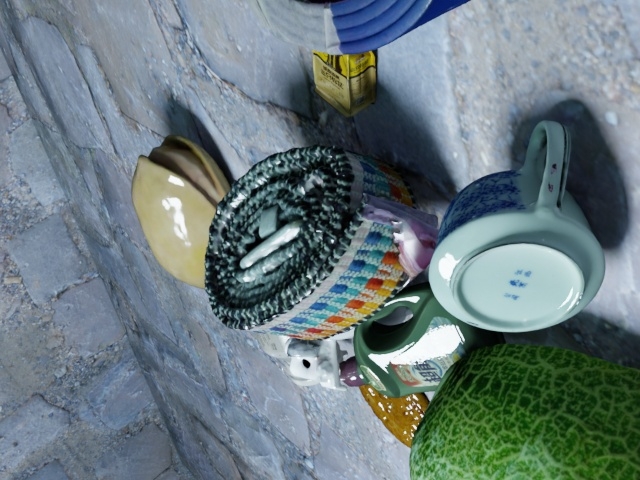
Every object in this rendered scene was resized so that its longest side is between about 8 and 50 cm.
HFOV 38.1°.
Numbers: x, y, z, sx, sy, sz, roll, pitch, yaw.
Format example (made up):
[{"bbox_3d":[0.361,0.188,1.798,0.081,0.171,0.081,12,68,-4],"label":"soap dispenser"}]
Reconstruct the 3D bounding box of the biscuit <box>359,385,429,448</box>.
[{"bbox_3d":[0.117,0.257,1.461,0.188,0.027,0.187,42,152,29],"label":"biscuit"}]

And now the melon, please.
[{"bbox_3d":[0.242,0.264,0.952,0.344,0.226,0.331,27,106,23],"label":"melon"}]

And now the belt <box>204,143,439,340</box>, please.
[{"bbox_3d":[0.000,0.000,1.115,0.295,0.161,0.206,-40,53,34],"label":"belt"}]

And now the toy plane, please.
[{"bbox_3d":[0.018,0.085,1.272,0.245,0.117,0.244,4,95,43],"label":"toy plane"}]

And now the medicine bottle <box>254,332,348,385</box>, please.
[{"bbox_3d":[-0.042,0.117,1.452,0.135,0.135,0.215,16,135,56],"label":"medicine bottle"}]

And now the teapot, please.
[{"bbox_3d":[0.183,-0.008,0.878,0.159,0.159,0.232,44,141,26],"label":"teapot"}]

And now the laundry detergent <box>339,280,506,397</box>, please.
[{"bbox_3d":[0.104,0.127,1.134,0.222,0.078,0.144,-20,112,34],"label":"laundry detergent"}]

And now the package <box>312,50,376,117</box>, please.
[{"bbox_3d":[0.024,-0.206,1.024,0.071,0.047,0.131,45,155,36],"label":"package"}]

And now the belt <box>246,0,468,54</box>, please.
[{"bbox_3d":[0.040,-0.282,0.814,0.347,0.117,0.212,5,124,59],"label":"belt"}]

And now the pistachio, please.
[{"bbox_3d":[-0.217,-0.039,1.564,0.182,0.162,0.293,9,127,37],"label":"pistachio"}]
